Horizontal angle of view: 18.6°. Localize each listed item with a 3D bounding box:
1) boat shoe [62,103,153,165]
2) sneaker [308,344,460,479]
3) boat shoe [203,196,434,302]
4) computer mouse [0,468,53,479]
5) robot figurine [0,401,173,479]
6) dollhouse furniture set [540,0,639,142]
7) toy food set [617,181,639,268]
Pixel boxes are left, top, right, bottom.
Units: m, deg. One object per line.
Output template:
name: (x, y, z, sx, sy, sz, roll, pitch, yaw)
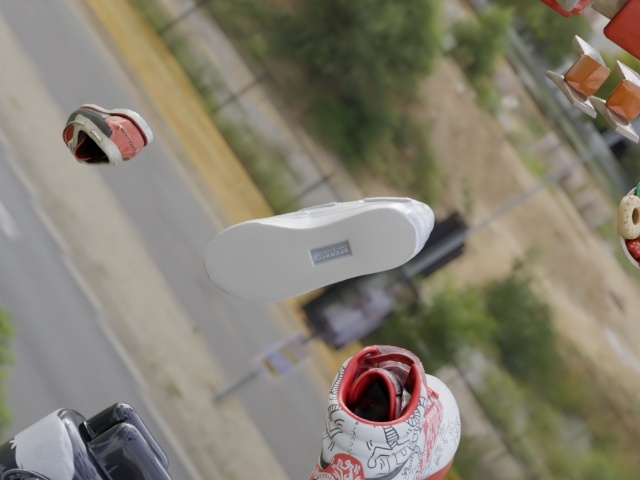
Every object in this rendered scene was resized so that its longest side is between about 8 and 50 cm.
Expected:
boat shoe: (-0.184, -0.082, 1.609, 0.049, 0.043, 0.137, 56, -23, -20)
sneaker: (0.070, 0.144, 1.678, 0.090, 0.145, 0.270, 20, 29, 15)
boat shoe: (0.000, 0.000, 1.495, 0.063, 0.184, 0.066, -30, 101, -63)
computer mouse: (-0.261, 0.352, 1.897, 0.184, 0.060, 0.262, 22, 41, -4)
robot figurine: (-0.294, 0.291, 2.078, 0.173, 0.278, 0.209, 58, 0, 19)
dollhouse furniture set: (0.373, -0.268, 2.329, 0.259, 0.262, 0.135, 27, 20, -30)
toy food set: (0.306, -0.014, 1.821, 0.082, 0.020, 0.083, -37, 111, -37)
